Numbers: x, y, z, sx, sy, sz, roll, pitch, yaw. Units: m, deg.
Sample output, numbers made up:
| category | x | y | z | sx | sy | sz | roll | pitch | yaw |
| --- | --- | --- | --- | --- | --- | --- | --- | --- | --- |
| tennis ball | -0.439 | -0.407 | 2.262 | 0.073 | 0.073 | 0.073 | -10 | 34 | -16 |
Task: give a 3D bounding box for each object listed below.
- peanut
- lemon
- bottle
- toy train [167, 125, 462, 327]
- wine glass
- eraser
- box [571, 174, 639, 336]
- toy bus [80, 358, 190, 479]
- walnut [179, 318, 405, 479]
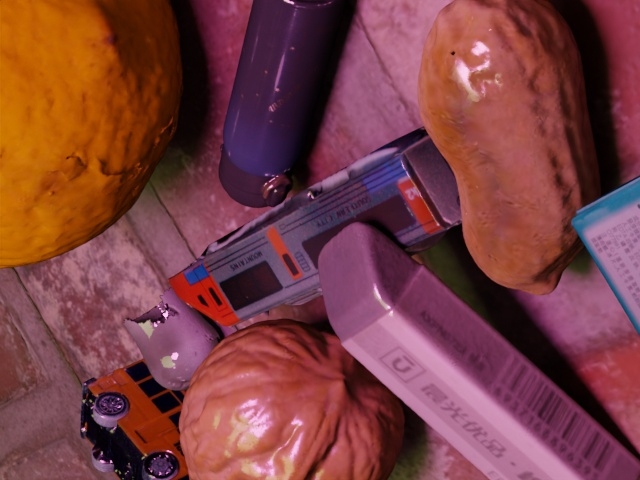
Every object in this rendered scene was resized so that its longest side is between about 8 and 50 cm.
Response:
| category | x | y | z | sx | sy | sz | roll | pitch | yaw |
| --- | --- | --- | --- | --- | --- | --- | --- | --- | --- |
| peanut | 0.132 | -0.066 | 1.121 | 0.120 | 0.110 | 0.236 | 0 | 125 | 20 |
| lemon | -0.306 | -0.143 | 1.417 | 0.387 | 0.350 | 0.350 | -9 | 107 | 47 |
| bottle | -0.033 | -0.125 | 1.315 | 0.082 | 0.072 | 0.244 | 54 | 147 | 27 |
| toy train | 0.000 | 0.000 | 1.351 | 0.089 | 0.086 | 0.409 | 59 | 146 | -2 |
| wine glass | -0.116 | 0.141 | 1.608 | 0.195 | 0.079 | 0.079 | 54 | 145 | 6 |
| eraser | 0.132 | 0.125 | 1.235 | 0.352 | 0.061 | 0.089 | 41 | 146 | -6 |
| box | 0.289 | 0.048 | 1.013 | 0.245 | 0.092 | 0.153 | 60 | 147 | 2 |
| toy bus | -0.159 | 0.225 | 1.692 | 0.201 | 0.114 | 0.098 | 44 | 142 | 31 |
| walnut | -0.025 | 0.163 | 1.420 | 0.213 | 0.213 | 0.213 | 31 | 136 | 36 |
